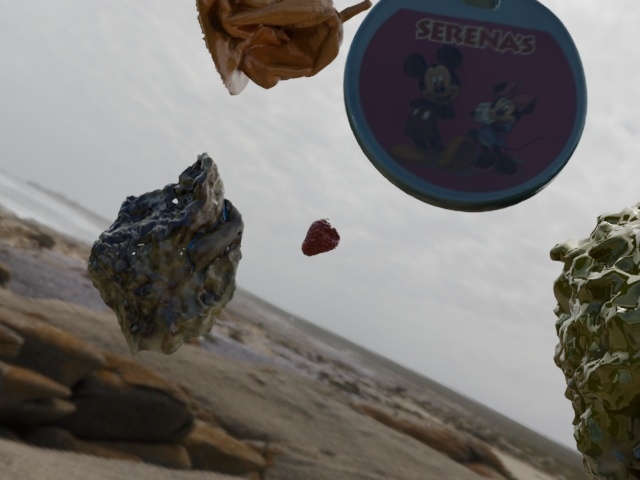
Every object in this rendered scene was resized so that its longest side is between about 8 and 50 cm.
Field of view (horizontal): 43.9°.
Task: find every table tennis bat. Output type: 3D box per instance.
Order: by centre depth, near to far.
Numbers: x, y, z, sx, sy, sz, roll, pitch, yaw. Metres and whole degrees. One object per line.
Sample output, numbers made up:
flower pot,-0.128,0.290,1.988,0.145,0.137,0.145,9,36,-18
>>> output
table tennis bat,0.097,-0.134,0.505,0.153,0.244,0.040,10,-16,-3

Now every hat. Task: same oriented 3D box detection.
hat,-0.037,-0.349,1.209,0.233,0.233,0.244,-5,-27,14

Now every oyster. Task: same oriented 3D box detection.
oyster,-0.191,0.022,0.994,0.223,0.214,0.083,66,8,17

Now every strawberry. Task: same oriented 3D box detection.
strawberry,0.000,0.000,1.558,0.073,0.083,0.073,37,-6,4

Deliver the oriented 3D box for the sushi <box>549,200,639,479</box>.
sushi,0.334,0.072,0.431,0.351,0.396,0.240,63,19,-6
